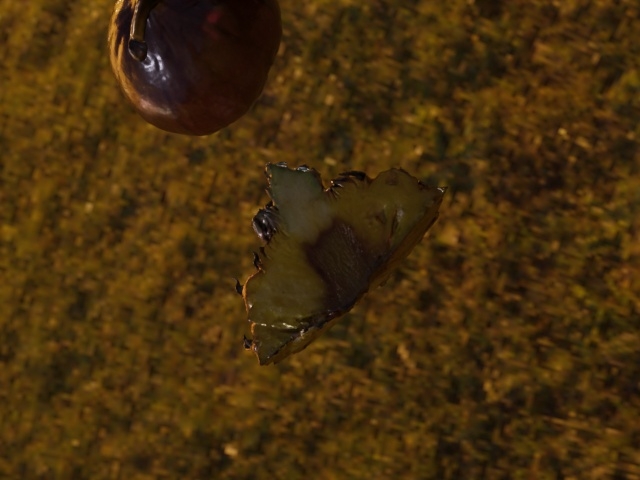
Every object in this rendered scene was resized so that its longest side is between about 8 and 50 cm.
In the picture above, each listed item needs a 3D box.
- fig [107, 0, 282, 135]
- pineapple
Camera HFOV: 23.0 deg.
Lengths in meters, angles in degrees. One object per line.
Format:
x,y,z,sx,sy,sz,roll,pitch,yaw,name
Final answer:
-0.155,-0.233,1.686,0.186,0.249,0.203,32,84,33,fig
-0.004,0.005,1.590,0.164,0.140,0.250,39,91,15,pineapple
